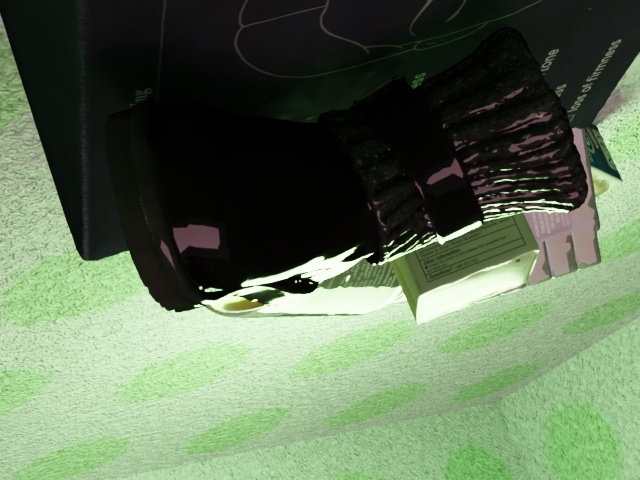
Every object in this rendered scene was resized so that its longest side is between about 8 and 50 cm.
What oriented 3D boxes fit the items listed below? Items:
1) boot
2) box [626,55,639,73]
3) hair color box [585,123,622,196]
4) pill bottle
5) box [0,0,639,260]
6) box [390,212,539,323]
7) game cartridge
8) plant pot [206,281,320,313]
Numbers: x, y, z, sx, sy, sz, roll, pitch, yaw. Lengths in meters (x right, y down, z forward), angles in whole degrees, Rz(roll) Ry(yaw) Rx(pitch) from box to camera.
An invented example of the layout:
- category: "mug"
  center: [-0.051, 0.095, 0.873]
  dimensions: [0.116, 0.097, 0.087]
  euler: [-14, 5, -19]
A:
- category: "boot"
  center: [0.031, -0.053, 0.886]
  dimensions: [0.260, 0.131, 0.348]
  euler: [-18, 173, 15]
- category: "box"
  center: [0.355, -0.281, 1.545]
  dimensions: [0.181, 0.119, 0.182]
  euler: [-16, 160, -16]
- category: "hair color box"
  center: [0.293, -0.111, 1.961]
  dimensions: [0.174, 0.105, 0.347]
  euler: [-31, 159, 24]
- category: "pill bottle"
  center: [0.000, 0.000, 1.793]
  dimensions: [0.204, 0.204, 0.361]
  euler: [-35, 157, 34]
- category: "box"
  center: [0.011, -0.251, 0.975]
  dimensions: [0.471, 0.297, 0.480]
  euler: [-17, 161, -16]
- category: "box"
  center: [0.115, -0.082, 1.526]
  dimensions: [0.148, 0.311, 0.121]
  euler: [-19, 161, -4]
- category: "game cartridge"
  center: [0.235, -0.086, 1.748]
  dimensions: [0.230, 0.068, 0.355]
  euler: [-20, 126, -4]
- category: "plant pot"
  center: [-0.089, -0.061, 1.478]
  dimensions: [0.254, 0.239, 0.254]
  euler: [-19, 160, -7]
